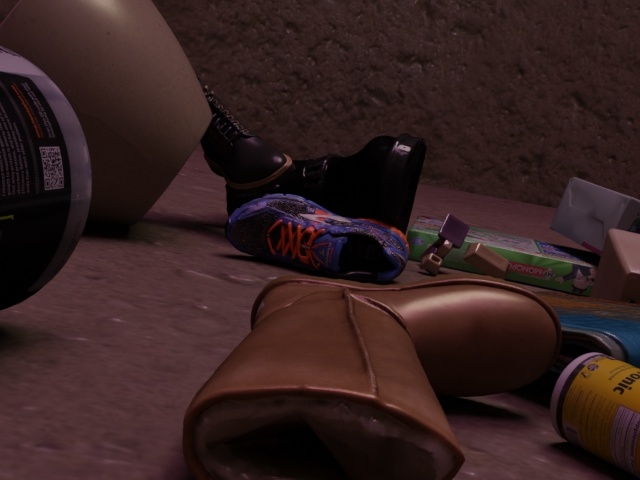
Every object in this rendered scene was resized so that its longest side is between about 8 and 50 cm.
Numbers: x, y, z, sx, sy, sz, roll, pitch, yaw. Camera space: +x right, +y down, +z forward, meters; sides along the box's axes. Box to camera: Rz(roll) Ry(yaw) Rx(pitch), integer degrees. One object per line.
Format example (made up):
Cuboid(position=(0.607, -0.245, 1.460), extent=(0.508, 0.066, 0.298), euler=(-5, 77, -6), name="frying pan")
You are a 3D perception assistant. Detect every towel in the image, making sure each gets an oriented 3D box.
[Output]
Cuboid(position=(0.238, 0.081, 0.892), extent=(0.271, 0.040, 0.370), euler=(8, 3, 42), name="towel")

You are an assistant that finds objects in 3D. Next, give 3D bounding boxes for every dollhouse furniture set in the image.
Cuboid(position=(0.187, 0.043, 1.288), extent=(0.114, 0.091, 0.081), euler=(32, -35, -4), name="dollhouse furniture set")

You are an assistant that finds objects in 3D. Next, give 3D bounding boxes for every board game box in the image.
Cuboid(position=(0.523, 0.014, 1.402), extent=(0.303, 0.097, 0.224), euler=(20, 10, -9), name="board game box")
Cuboid(position=(0.290, 0.024, 1.418), extent=(0.317, 0.046, 0.213), euler=(12, 9, 8), name="board game box")

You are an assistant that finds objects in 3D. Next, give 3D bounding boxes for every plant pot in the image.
Cuboid(position=(0.383, 0.060, 1.117), extent=(0.109, 0.109, 0.096), euler=(12, 20, 9), name="plant pot")

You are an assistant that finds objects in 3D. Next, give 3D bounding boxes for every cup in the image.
Cuboid(position=(-0.271, -0.150, 1.121), extent=(0.237, 0.331, 0.331), euler=(37, 2, -14), name="cup")

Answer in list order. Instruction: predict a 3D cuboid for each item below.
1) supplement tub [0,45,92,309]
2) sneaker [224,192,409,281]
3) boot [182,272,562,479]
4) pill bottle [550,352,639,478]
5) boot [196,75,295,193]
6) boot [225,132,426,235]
Cuboid(position=(-0.271, -0.028, 0.515), extent=(0.194, 0.193, 0.316), euler=(12, 8, 8), name="supplement tub")
Cuboid(position=(0.000, 0.000, 1.093), extent=(0.221, 0.083, 0.087), euler=(8, 13, -6), name="sneaker")
Cuboid(position=(0.053, 0.086, 0.570), extent=(0.236, 0.089, 0.269), euler=(0, 8, 1), name="boot")
Cuboid(position=(0.208, 0.118, 0.599), extent=(0.065, 0.065, 0.116), euler=(5, 11, -36), name="pill bottle")
Cuboid(position=(-0.122, -0.140, 1.209), extent=(0.077, 0.137, 0.198), euler=(-41, 32, -21), name="boot")
Cuboid(position=(-0.004, -0.073, 1.276), extent=(0.260, 0.131, 0.348), euler=(13, -11, 3), name="boot")
